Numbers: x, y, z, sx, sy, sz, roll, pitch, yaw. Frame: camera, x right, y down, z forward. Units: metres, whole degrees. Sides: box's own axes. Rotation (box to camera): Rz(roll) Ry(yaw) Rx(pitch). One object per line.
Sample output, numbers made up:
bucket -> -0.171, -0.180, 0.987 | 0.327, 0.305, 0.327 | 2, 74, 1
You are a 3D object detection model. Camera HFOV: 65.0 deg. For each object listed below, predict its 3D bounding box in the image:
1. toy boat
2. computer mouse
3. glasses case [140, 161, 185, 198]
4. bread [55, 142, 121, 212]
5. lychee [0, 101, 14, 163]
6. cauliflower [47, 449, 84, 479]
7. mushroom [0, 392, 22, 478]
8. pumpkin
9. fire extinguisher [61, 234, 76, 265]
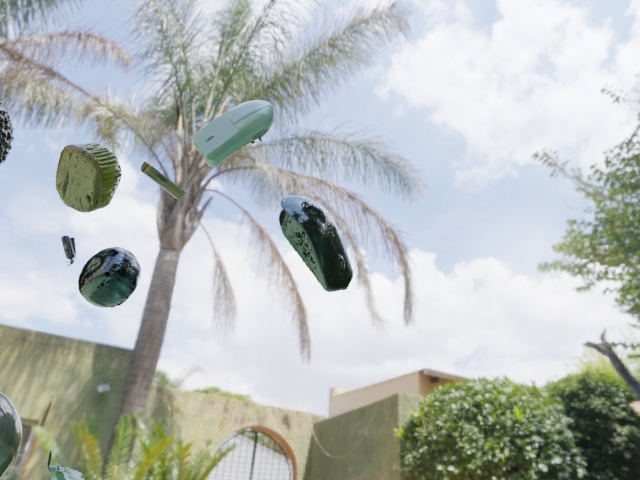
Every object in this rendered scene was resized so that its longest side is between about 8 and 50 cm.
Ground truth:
toy boat -> -0.264, -0.335, 1.580 | 0.269, 0.141, 0.140 | -31, -25, -20
computer mouse -> 0.003, -0.003, 1.334 | 0.087, 0.295, 0.168 | -36, -5, 30
glasses case -> -0.568, -0.213, 1.806 | 0.065, 0.041, 0.170 | 31, -9, 45
bread -> -0.878, -0.238, 1.886 | 0.227, 0.142, 0.253 | 31, -69, 7
lychee -> -0.912, -0.286, 1.244 | 0.272, 0.271, 0.271 | 3, -31, 2
cauliflower -> -0.510, 0.549, 0.970 | 0.239, 0.315, 0.256 | 11, 6, -38
mushroom -> -0.647, 0.345, 0.890 | 0.207, 0.207, 0.215 | 25, -6, -30
pumpkin -> -0.762, 0.132, 1.810 | 0.233, 0.233, 0.163 | -12, -42, 26
fire extinguisher -> -0.724, 0.025, 1.459 | 0.046, 0.100, 0.032 | -29, -23, 2
